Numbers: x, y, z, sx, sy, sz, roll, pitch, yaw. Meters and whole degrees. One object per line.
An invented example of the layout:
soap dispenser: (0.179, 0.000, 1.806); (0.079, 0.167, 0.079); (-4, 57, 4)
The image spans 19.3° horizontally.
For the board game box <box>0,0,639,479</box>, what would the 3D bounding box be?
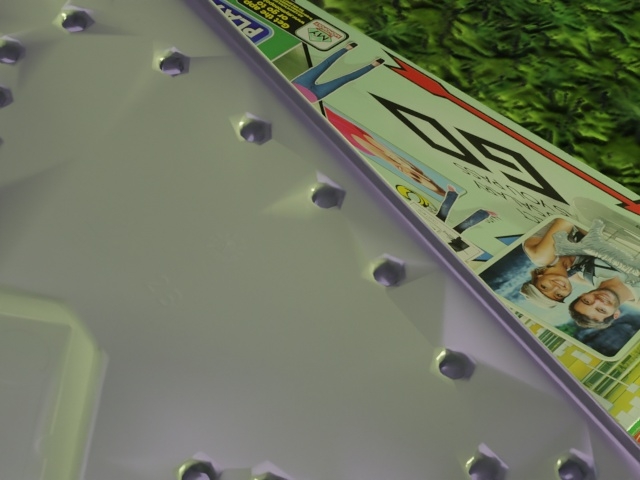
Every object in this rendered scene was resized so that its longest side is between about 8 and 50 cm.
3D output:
board game box: (-0.135, 0.071, 0.599); (0.390, 0.050, 0.390); (-29, 62, -28)

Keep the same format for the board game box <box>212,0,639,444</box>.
board game box: (0.000, 0.000, 0.781); (0.317, 0.046, 0.213); (33, 45, 23)
